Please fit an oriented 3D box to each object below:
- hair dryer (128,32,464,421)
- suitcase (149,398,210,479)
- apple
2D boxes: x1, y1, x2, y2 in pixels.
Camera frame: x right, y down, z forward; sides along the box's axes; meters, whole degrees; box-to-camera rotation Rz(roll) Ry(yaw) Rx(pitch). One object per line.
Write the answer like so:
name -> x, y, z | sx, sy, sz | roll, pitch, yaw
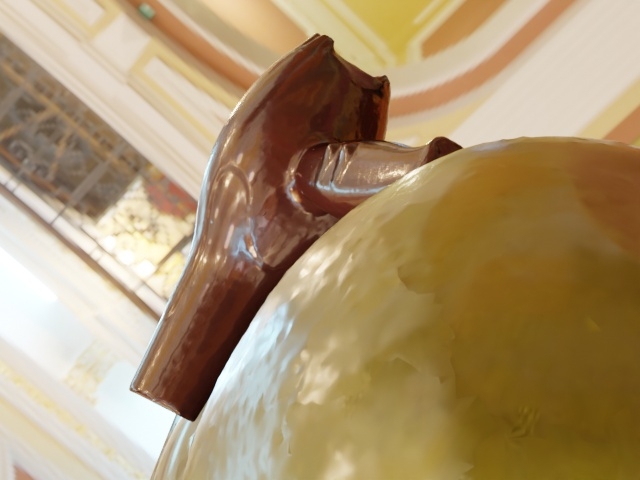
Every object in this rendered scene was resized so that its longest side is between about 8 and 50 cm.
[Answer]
hair dryer -> 0.000, 0.000, 0.801 | 0.123, 0.313, 0.340 | 30, 172, -25
suitcase -> -0.047, 0.213, 0.954 | 0.194, 0.339, 0.352 | 36, -126, -24
apple -> 0.090, 0.109, 0.430 | 0.292, 0.292, 0.254 | 47, -160, 1
